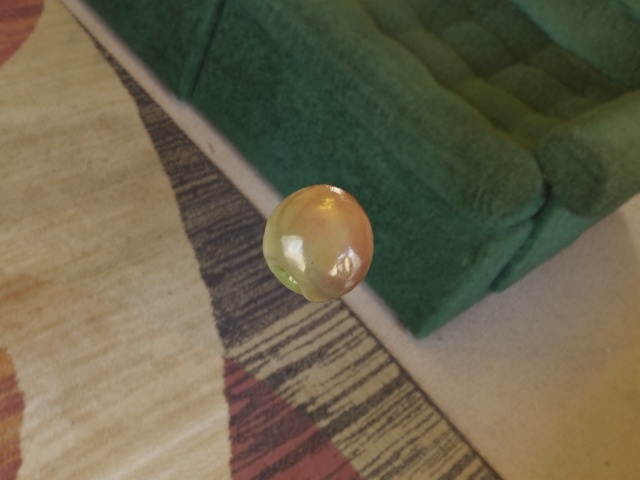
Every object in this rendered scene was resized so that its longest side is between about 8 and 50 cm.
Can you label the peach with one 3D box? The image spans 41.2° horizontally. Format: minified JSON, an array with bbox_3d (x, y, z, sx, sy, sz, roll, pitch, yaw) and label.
[{"bbox_3d":[0.000,0.001,0.596,0.083,0.083,0.083,15,44,-15],"label":"peach"}]
